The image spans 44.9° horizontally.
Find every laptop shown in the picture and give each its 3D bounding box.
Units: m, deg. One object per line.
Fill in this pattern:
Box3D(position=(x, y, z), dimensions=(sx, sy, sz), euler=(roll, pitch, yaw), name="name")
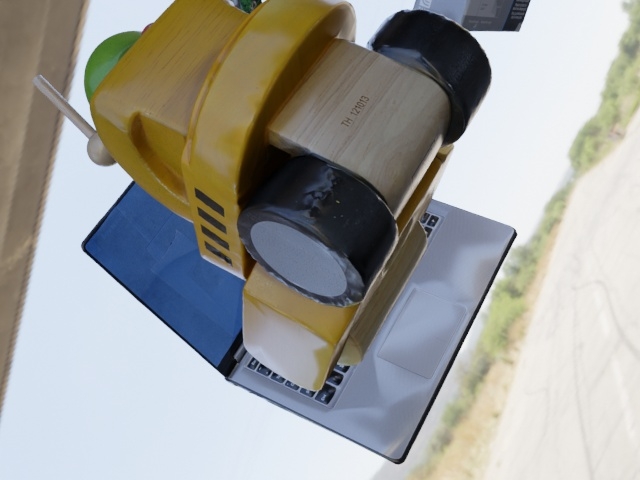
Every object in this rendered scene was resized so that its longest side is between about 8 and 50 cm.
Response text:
Box3D(position=(0.000, 0.000, 1.001), dimensions=(0.382, 0.407, 0.236), euler=(-57, -25, -26), name="laptop")

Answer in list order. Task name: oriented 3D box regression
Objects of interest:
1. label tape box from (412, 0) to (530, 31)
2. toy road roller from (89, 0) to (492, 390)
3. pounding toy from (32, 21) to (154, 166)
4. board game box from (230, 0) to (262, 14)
Box3D(position=(0.315, -0.548, 1.358), dimensions=(0.249, 0.115, 0.348), euler=(-17, -47, -50), name="label tape box")
Box3D(position=(-0.032, -0.052, 0.612), dimensions=(0.203, 0.240, 0.330), euler=(-56, -13, -25), name="toy road roller")
Box3D(position=(-0.265, -0.232, 1.128), dimensions=(0.237, 0.183, 0.110), euler=(-37, 3, -32), name="pounding toy")
Box3D(position=(-0.107, -0.307, 0.779), dimensions=(0.030, 0.136, 0.260), euler=(-11, -80, -26), name="board game box")
